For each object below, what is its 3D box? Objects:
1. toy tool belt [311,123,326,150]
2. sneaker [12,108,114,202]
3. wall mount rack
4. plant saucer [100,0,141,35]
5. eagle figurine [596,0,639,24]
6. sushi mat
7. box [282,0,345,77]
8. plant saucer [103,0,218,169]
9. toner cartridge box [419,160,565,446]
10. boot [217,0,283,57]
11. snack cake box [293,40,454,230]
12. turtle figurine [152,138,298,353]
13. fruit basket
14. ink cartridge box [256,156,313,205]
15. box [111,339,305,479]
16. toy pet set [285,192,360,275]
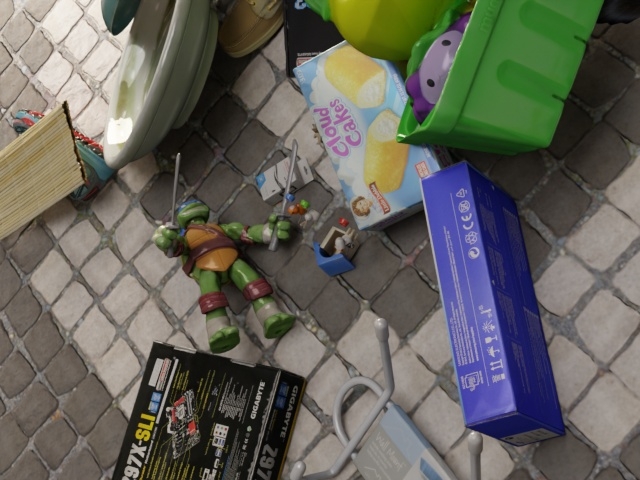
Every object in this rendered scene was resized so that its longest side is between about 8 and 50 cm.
[{"bbox_3d":[0.012,-0.173,1.866,0.051,0.052,0.083,-23,53,60],"label":"toy tool belt"},{"bbox_3d":[-0.483,-0.149,2.133,0.262,0.104,0.125,30,93,37],"label":"sneaker"},{"bbox_3d":[0.105,0.282,1.545,0.350,0.130,0.304,49,122,35],"label":"wall mount rack"},{"bbox_3d":[-0.300,-0.501,2.044,0.044,0.317,0.317,28,88,-4],"label":"plant saucer"},{"bbox_3d":[0.514,-0.363,1.530,0.298,0.226,0.225,20,104,31],"label":"eagle figurine"},{"bbox_3d":[-0.513,-0.119,2.107,0.316,0.019,0.151,-26,78,45],"label":"sushi mat"},{"bbox_3d":[0.076,-0.398,1.819,0.296,0.073,0.293,5,100,34],"label":"box"},{"bbox_3d":[-0.255,-0.299,1.983,0.400,0.101,0.400,-53,28,44],"label":"plant saucer"},{"bbox_3d":[0.224,0.084,1.559,0.075,0.165,0.347,-20,62,25],"label":"toner cartridge box"},{"bbox_3d":[-0.117,-0.441,1.944,0.262,0.203,0.095,-48,55,9],"label":"boot"},{"bbox_3d":[0.084,-0.162,1.736,0.152,0.089,0.264,-26,81,21],"label":"snack cake box"},{"bbox_3d":[-0.140,0.013,1.789,0.275,0.198,0.266,-39,63,29],"label":"turtle figurine"},{"bbox_3d":[0.158,-0.312,1.564,0.392,0.283,0.392,0,90,-7],"label":"fruit basket"},{"bbox_3d":[-0.057,-0.099,1.888,0.083,0.028,0.048,-32,59,19],"label":"ink cartridge box"},{"bbox_3d":[-0.182,0.329,1.781,0.257,0.079,0.322,7,77,36],"label":"box"},{"bbox_3d":[0.000,0.000,1.763,0.122,0.114,0.065,26,78,37],"label":"toy pet set"}]
